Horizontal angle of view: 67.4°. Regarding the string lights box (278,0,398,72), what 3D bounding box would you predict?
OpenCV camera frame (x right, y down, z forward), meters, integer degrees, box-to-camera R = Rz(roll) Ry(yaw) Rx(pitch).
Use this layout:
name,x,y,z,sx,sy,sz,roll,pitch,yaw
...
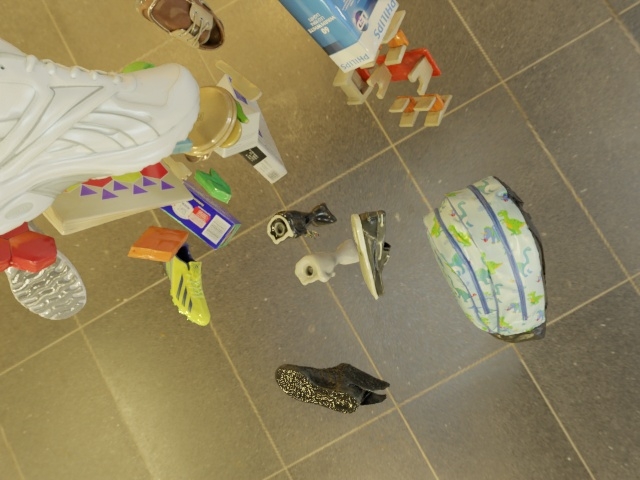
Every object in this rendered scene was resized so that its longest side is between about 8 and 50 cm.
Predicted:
name,x,y,z,sx,sy,sz,roll,pitch,yaw
string lights box,0.002,-0.409,0.750,0.259,0.076,0.133,38,65,-33

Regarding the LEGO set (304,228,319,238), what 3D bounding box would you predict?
name,x,y,z,sx,sy,sz,roll,pitch,yaw
LEGO set,-0.029,-0.026,1.589,0.083,0.054,0.024,2,62,48

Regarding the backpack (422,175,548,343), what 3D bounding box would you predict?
name,x,y,z,sx,sy,sz,roll,pitch,yaw
backpack,0.371,0.032,1.062,0.273,0.356,0.290,-11,50,2

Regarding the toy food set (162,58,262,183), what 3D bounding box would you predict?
name,x,y,z,sx,sy,sz,roll,pitch,yaw
toy food set,-0.184,-0.188,0.777,0.192,0.038,0.132,-47,65,4

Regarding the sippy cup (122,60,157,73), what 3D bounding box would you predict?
name,x,y,z,sx,sy,sz,roll,pitch,yaw
sippy cup,-0.564,-0.387,1.530,0.240,0.224,0.305,-16,127,27

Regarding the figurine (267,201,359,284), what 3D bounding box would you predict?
name,x,y,z,sx,sy,sz,roll,pitch,yaw
figurine,0.000,0.000,1.270,0.215,0.209,0.092,55,132,11

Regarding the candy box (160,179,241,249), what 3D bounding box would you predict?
name,x,y,z,sx,sy,sz,roll,pitch,yaw
candy box,-0.430,-0.098,1.732,0.268,0.317,0.122,38,90,-5

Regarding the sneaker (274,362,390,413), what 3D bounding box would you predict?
name,x,y,z,sx,sy,sz,roll,pitch,yaw
sneaker,0.019,0.226,0.763,0.170,0.089,0.051,16,107,19

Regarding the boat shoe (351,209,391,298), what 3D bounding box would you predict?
name,x,y,z,sx,sy,sz,roll,pitch,yaw
boat shoe,0.126,0.037,1.085,0.079,0.084,0.233,-17,123,-6

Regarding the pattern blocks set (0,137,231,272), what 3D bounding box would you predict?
name,x,y,z,sx,sy,sz,roll,pitch,yaw
pattern blocks set,-0.270,-0.075,0.589,0.285,0.324,0.026,52,130,27

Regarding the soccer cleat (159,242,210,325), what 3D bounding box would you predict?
name,x,y,z,sx,sy,sz,roll,pitch,yaw
soccer cleat,-0.401,0.127,1.472,0.121,0.093,0.289,-40,61,10

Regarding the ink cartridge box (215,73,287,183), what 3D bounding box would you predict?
name,x,y,z,sx,sy,sz,roll,pitch,yaw
ink cartridge box,-0.212,-0.342,1.380,0.069,0.175,0.371,-32,52,14

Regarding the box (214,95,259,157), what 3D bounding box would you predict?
name,x,y,z,sx,sy,sz,roll,pitch,yaw
box,-0.205,-0.254,1.059,0.101,0.087,0.102,36,47,26

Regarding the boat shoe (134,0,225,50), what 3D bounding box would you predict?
name,x,y,z,sx,sy,sz,roll,pitch,yaw
boat shoe,-0.300,-0.510,1.099,0.116,0.324,0.123,45,109,-3

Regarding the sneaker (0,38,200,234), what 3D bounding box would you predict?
name,x,y,z,sx,sy,sz,roll,pitch,yaw
sneaker,-0.181,-0.091,0.325,0.090,0.115,0.232,15,42,36

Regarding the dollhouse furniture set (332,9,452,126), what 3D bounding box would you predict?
name,x,y,z,sx,sy,sz,roll,pitch,yaw
dollhouse furniture set,0.163,-0.410,1.145,0.259,0.262,0.135,12,68,46

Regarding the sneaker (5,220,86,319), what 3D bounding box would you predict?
name,x,y,z,sx,sy,sz,roll,pitch,yaw
sneaker,-0.507,0.014,0.840,0.105,0.115,0.281,-29,120,-10
